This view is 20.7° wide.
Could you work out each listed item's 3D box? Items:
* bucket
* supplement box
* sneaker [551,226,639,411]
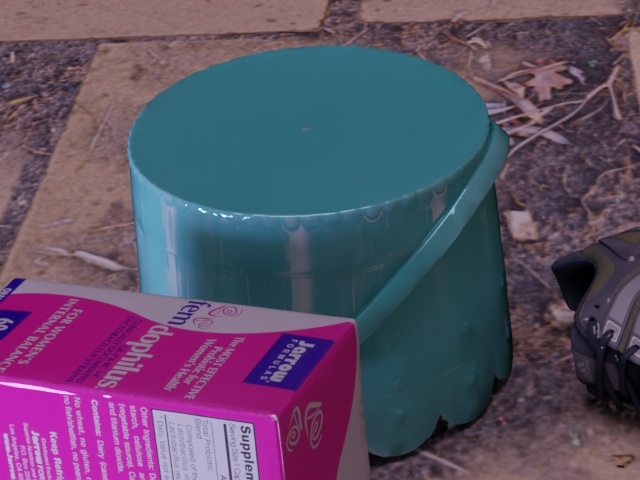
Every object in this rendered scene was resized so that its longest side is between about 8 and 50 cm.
[{"bbox_3d":[0.000,0.000,1.184,0.281,0.183,0.281,-3,32,2],"label":"bucket"},{"bbox_3d":[-0.095,0.102,0.959,0.220,0.114,0.111,7,27,21],"label":"supplement box"},{"bbox_3d":[0.227,0.083,1.116,0.121,0.111,0.300,-15,27,4],"label":"sneaker"}]
